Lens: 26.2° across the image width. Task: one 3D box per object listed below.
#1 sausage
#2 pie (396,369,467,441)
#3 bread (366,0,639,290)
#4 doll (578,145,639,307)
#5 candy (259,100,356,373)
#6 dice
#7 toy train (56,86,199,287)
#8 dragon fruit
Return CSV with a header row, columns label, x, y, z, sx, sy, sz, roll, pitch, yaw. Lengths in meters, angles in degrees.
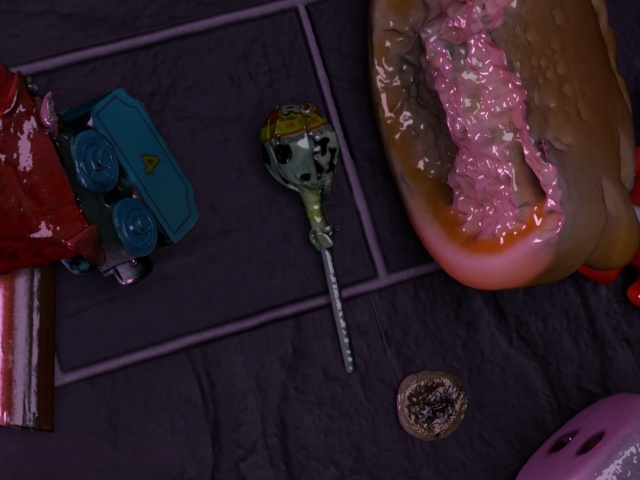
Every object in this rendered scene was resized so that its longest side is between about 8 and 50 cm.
label,x,y,z,sx,sy,sz,roll,pitch,yaw
sausage,-0.311,0.012,1.425,0.082,0.082,0.371,2,83,-12
pie,0.125,0.183,1.528,0.084,0.021,0.084,1,85,-11
bread,0.203,-0.165,1.419,0.245,0.329,0.424,-11,85,-13
doll,0.419,-0.086,1.581,0.200,0.105,0.336,29,87,-7
candy,0.000,0.000,1.494,0.083,0.091,0.305,-11,95,15
dice,0.333,0.288,1.477,0.194,0.192,0.193,-40,93,-11
toy train,-0.217,-0.058,1.400,0.198,0.107,0.154,60,37,-17
dragon fruit,-0.401,-0.065,1.304,0.343,0.100,0.282,-11,104,17
